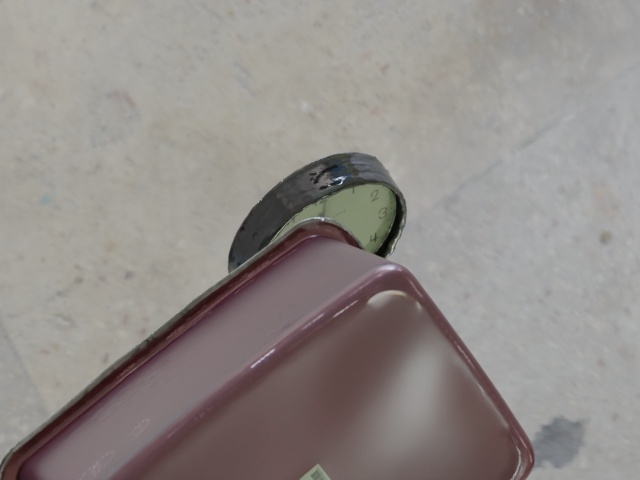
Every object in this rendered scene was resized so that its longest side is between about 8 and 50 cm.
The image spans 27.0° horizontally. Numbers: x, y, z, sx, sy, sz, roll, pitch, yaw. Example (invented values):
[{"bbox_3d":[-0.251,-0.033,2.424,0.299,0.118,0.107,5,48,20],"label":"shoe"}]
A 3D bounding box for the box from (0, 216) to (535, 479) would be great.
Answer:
[{"bbox_3d":[-0.030,0.134,0.789,0.294,0.167,0.193,-39,101,-12],"label":"box"}]

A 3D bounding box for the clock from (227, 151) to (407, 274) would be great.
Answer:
[{"bbox_3d":[0.000,0.000,1.254,0.184,0.184,0.040,-43,58,6],"label":"clock"}]
